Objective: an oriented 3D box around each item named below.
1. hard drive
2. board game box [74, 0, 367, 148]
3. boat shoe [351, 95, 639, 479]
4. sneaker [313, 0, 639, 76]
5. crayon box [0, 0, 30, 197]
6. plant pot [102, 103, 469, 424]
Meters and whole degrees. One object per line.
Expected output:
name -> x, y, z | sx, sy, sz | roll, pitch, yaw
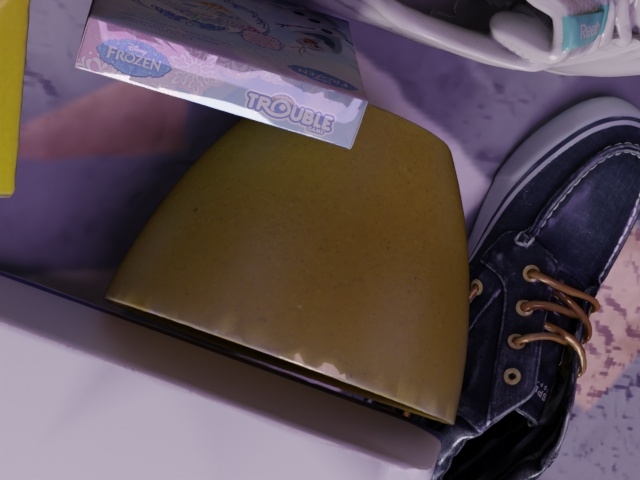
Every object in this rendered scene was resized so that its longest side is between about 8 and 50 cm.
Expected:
hard drive -> -0.099, 0.181, 0.616 | 0.210, 0.040, 0.319 | 19, 111, 7
board game box -> -0.032, -0.066, 0.526 | 0.090, 0.090, 0.020 | 16, 111, -10
boat shoe -> 0.088, 0.033, 0.643 | 0.065, 0.083, 0.183 | 27, 106, -31
sneaker -> 0.084, -0.087, 0.568 | 0.212, 0.094, 0.080 | 3, 115, -22
crayon box -> -0.240, -0.114, 0.439 | 0.318, 0.081, 0.202 | 1, 117, -20
plant pot -> 0.000, 0.000, 0.577 | 0.134, 0.134, 0.095 | 23, 83, -29
